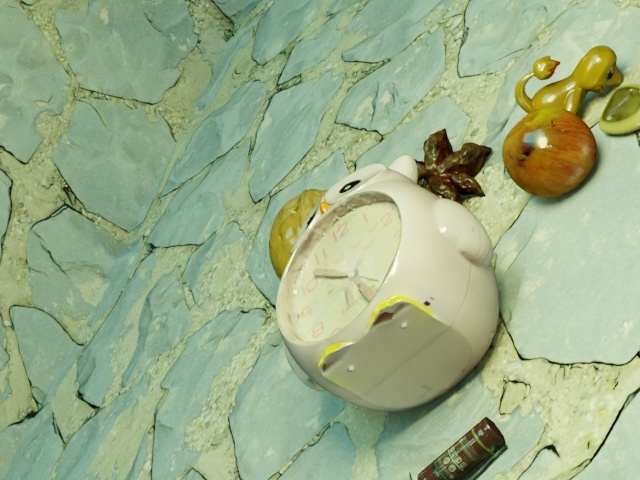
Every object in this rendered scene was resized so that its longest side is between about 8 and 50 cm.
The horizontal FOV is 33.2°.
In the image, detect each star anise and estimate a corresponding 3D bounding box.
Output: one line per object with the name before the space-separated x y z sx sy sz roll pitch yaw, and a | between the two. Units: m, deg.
star anise | 0.205 -0.109 1.881 0.196 0.111 0.212 -51 18 -13

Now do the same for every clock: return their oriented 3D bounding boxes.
clock | 0.102 0.066 1.652 0.368 0.250 0.377 -42 34 22

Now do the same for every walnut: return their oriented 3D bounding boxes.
walnut | 0.000 0.000 1.982 0.193 0.193 0.226 -34 29 33

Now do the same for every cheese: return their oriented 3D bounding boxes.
cheese | 0.487 -0.195 1.596 0.086 0.036 0.162 -58 26 -9

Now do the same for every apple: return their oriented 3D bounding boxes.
apple | 0.347 -0.138 1.646 0.146 0.146 0.146 -38 29 26

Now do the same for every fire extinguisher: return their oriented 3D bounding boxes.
fire extinguisher | 0.181 0.305 1.455 0.158 0.043 0.064 -45 69 16

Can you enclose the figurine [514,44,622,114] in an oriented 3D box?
figurine | 0.393 -0.254 1.724 0.176 0.122 0.121 -40 26 25
